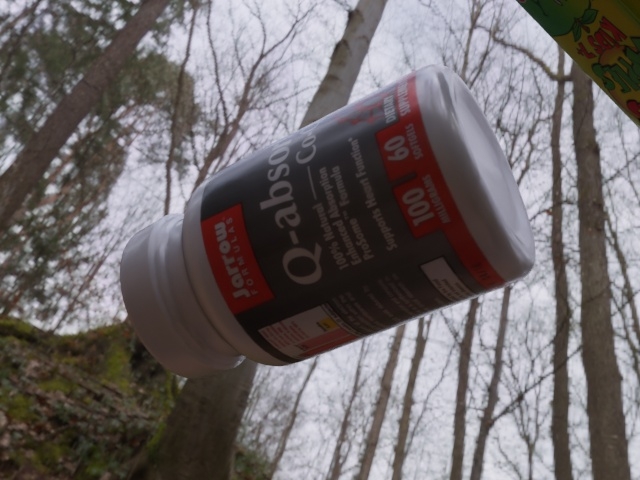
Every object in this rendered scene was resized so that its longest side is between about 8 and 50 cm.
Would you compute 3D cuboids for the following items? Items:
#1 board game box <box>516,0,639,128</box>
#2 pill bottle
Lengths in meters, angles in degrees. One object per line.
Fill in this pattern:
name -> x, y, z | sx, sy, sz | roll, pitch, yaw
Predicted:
board game box -> 0.205, -0.139, 0.501 | 0.181, 0.043, 0.092 | 46, -6, 0
pill bottle -> 0.000, 0.000, 0.739 | 0.363, 0.210, 0.210 | -24, -59, 22
